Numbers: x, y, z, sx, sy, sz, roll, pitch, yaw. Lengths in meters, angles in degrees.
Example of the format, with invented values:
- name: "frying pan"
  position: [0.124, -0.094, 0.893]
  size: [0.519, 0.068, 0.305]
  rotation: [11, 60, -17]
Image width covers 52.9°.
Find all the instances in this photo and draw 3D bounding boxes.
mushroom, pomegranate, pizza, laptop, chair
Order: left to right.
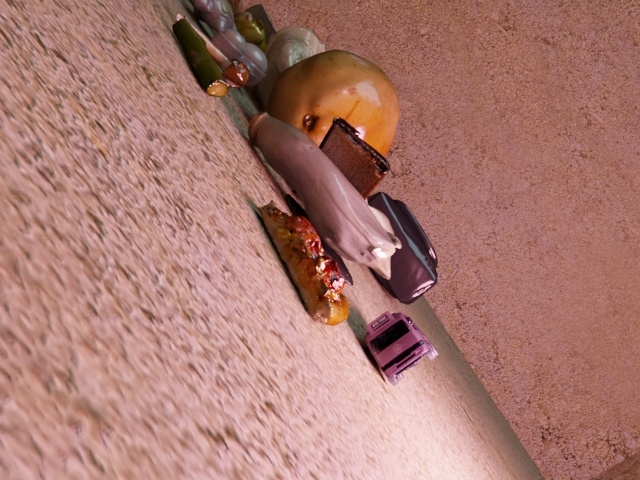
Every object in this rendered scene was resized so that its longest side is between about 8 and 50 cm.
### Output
- name: "mushroom"
  position: [-0.218, -0.370, 1.269]
  size: [0.187, 0.061, 0.060]
  rotation: [40, 0, -23]
- name: "chair"
  position: [-0.143, -0.534, 1.971]
  size: [0.319, 0.160, 0.186]
  rotation: [57, 13, -1]
- name: "pizza"
  position: [-0.013, 0.025, 0.872]
  size: [0.193, 0.053, 0.201]
  rotation: [55, 8, -12]
- name: "mushroom"
  position: [-0.002, -0.095, 1.131]
  size: [0.351, 0.097, 0.109]
  rotation: [50, -29, 10]
- name: "laptop"
  position: [0.000, 0.000, 1.191]
  size: [0.180, 0.016, 0.129]
  rotation: [45, 13, -48]
- name: "pomegranate"
  position: [0.024, -0.258, 1.396]
  size: [0.319, 0.319, 0.319]
  rotation: [55, 8, -12]

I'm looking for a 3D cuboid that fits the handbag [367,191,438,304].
- name: "handbag"
  position: [0.207, 0.014, 1.776]
  size: [0.302, 0.177, 0.275]
  rotation: [57, 8, 5]

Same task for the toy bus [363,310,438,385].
- name: "toy bus"
  position: [0.126, 0.168, 1.036]
  size: [0.098, 0.086, 0.178]
  rotation: [56, 5, 13]

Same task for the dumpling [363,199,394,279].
- name: "dumpling"
  position: [0.106, -0.009, 1.563]
  size: [0.216, 0.126, 0.166]
  rotation: [44, -15, -18]

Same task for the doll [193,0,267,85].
- name: "doll"
  position: [-0.225, -0.492, 1.527]
  size: [0.160, 0.094, 0.365]
  rotation: [38, 19, -57]

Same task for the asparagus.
- name: "asparagus"
  position: [-0.210, -0.317, 1.111]
  size: [0.045, 0.041, 0.178]
  rotation: [-11, 57, -32]

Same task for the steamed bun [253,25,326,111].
- name: "steamed bun"
  position: [-0.083, -0.406, 1.720]
  size: [0.268, 0.207, 0.280]
  rotation: [51, 36, -32]

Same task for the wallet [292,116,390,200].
- name: "wallet"
  position: [0.033, -0.111, 1.190]
  size: [0.133, 0.039, 0.243]
  rotation: [45, -34, 6]

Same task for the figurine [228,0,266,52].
- name: "figurine"
  position: [-0.221, -0.591, 1.751]
  size: [0.156, 0.131, 0.247]
  rotation: [-4, -71, 52]
